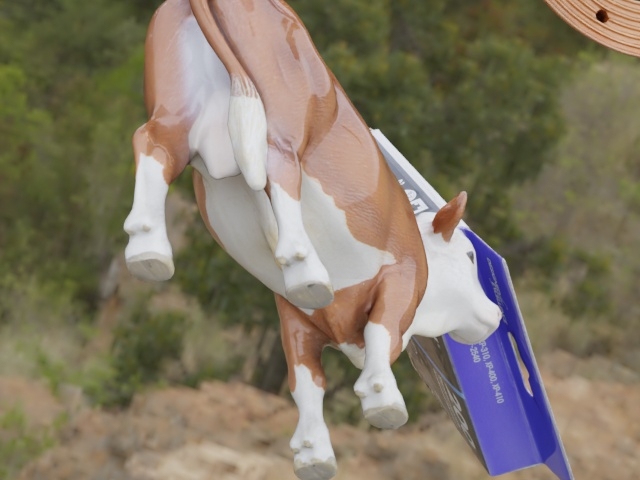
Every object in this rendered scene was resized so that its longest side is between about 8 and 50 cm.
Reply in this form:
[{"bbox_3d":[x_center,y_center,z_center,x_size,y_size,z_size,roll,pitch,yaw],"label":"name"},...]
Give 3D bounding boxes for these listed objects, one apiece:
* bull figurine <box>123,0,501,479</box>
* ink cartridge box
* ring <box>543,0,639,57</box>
[{"bbox_3d":[0.000,0.000,0.914,0.310,0.101,0.188,50,31,-41],"label":"bull figurine"},{"bbox_3d":[0.088,0.052,1.188,0.045,0.206,0.208,-27,32,-8],"label":"ink cartridge box"},{"bbox_3d":[0.326,-0.347,1.838,0.336,0.337,0.032,11,-14,-19],"label":"ring"}]
